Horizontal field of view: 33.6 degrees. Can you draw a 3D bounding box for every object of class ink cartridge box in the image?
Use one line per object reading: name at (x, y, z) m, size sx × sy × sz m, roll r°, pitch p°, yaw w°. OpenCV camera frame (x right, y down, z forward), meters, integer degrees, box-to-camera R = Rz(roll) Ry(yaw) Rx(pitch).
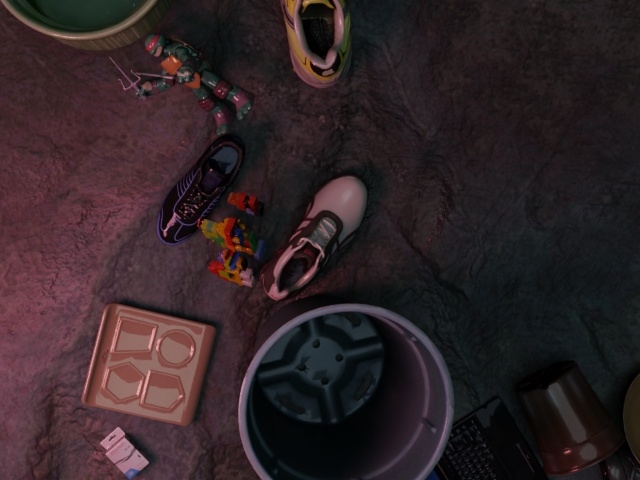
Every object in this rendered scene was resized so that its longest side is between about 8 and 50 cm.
ink cartridge box at (-0.356, 0.386, 1.924) m, size 0.048 × 0.028 × 0.083 m, roll -42°, pitch 100°, yaw -1°

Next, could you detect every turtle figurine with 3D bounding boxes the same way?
turtle figurine at (-0.232, -0.279, 1.799) m, size 0.234 × 0.175 × 0.118 m, roll 34°, pitch 74°, yaw -18°

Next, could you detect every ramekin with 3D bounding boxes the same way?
ramekin at (-0.373, -0.456, 1.722) m, size 0.304 × 0.148 × 0.303 m, roll 0°, pitch 86°, yaw 2°

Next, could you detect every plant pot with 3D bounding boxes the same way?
plant pot at (0.674, 0.349, 2.022) m, size 0.236 × 0.032 × 0.236 m, roll 4°, pitch 75°, yaw -16°
plant pot at (0.021, 0.245, 1.802) m, size 0.341 × 0.334 × 0.341 m, roll -1°, pitch 97°, yaw -7°
plant pot at (0.455, 0.322, 1.967) m, size 0.167 × 0.167 × 0.165 m, roll -27°, pitch 93°, yaw -4°

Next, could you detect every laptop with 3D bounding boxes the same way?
laptop at (0.296, 0.469, 1.969) m, size 0.264 × 0.136 × 0.234 m, roll -32°, pitch 101°, yaw -3°

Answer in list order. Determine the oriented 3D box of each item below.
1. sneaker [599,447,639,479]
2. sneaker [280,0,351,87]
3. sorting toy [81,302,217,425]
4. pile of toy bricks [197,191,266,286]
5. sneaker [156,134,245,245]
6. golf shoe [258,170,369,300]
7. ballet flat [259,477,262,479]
sneaker at (0.624, 0.505, 2.043) m, size 0.130 × 0.087 × 0.227 m, roll -12°, pitch 93°, yaw 0°
sneaker at (-0.008, -0.456, 1.802) m, size 0.145 × 0.147 × 0.384 m, roll -14°, pitch 98°, yaw -4°
sorting toy at (-0.308, 0.223, 1.909) m, size 0.208 × 0.038 × 0.193 m, roll 14°, pitch 95°, yaw -14°
pile of toy bricks at (-0.163, -0.011, 1.838) m, size 0.105 × 0.212 × 0.118 m, roll 16°, pitch 66°, yaw 11°
sneaker at (-0.212, -0.088, 1.850) m, size 0.081 × 0.090 × 0.232 m, roll 33°, pitch 92°, yaw -11°
golf shoe at (0.000, 0.000, 1.878) m, size 0.105 × 0.120 × 0.273 m, roll 36°, pitch 90°, yaw -9°
ballet flat at (-0.087, 0.489, 1.955) m, size 0.077 × 0.077 × 0.230 m, roll 13°, pitch 94°, yaw -23°
